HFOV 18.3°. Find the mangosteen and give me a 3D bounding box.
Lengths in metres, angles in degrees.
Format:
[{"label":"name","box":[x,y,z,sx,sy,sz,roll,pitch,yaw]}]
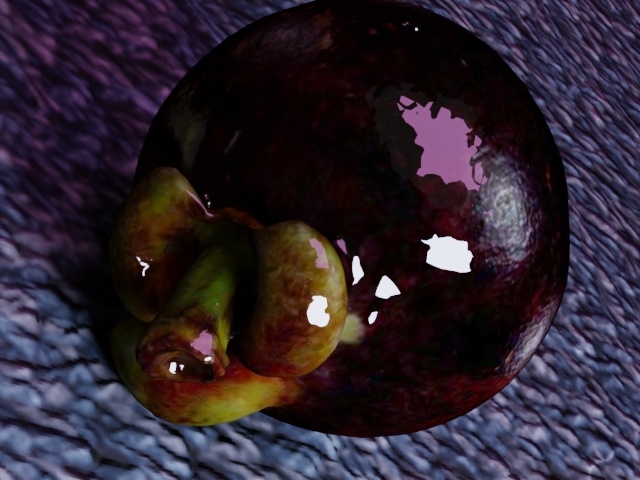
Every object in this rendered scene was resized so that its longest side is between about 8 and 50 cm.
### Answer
[{"label":"mangosteen","box":[0.000,0.000,0.982,0.265,0.228,0.228,-32,84,-45]}]
